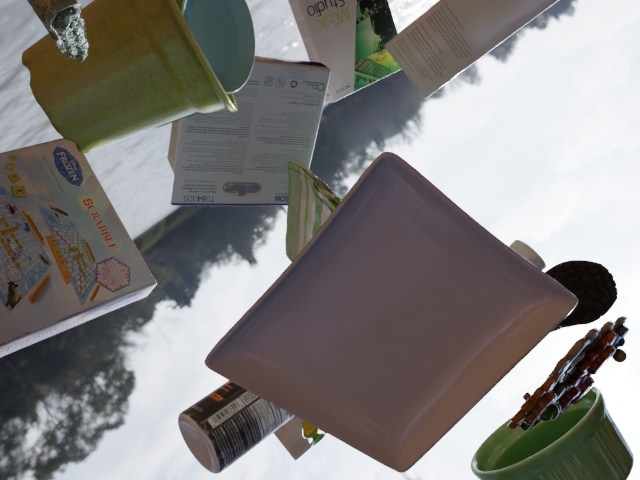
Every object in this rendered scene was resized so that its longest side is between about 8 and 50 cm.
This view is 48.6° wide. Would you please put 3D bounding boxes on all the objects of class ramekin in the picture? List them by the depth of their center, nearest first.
[{"bbox_3d":[0.468,0.437,1.422,0.303,0.148,0.303,-34,175,-3],"label":"ramekin"}]

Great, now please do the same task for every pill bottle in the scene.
[{"bbox_3d":[-0.133,0.314,1.334,0.245,0.130,0.130,-30,-175,-33],"label":"pill bottle"},{"bbox_3d":[0.432,0.109,1.714,0.221,0.121,0.121,-44,-170,-4],"label":"pill bottle"}]

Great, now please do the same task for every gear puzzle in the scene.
[{"bbox_3d":[0.349,0.195,0.978,0.339,0.044,0.175,-1,128,-54],"label":"gear puzzle"}]

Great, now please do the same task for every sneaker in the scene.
[{"bbox_3d":[0.349,0.115,1.178,0.283,0.107,0.124,-22,174,-14],"label":"sneaker"}]

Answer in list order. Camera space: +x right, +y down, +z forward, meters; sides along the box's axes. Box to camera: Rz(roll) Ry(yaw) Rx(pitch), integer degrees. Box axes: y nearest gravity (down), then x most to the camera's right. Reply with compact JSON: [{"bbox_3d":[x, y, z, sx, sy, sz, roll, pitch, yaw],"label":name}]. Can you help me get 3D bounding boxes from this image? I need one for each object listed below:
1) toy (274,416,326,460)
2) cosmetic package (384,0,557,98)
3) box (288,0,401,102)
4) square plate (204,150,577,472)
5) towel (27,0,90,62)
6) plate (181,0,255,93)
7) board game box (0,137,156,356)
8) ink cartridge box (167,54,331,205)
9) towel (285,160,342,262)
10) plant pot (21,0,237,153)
[{"bbox_3d":[-0.076,0.380,1.654,0.137,0.237,0.056,-39,152,-11],"label":"toy"},{"bbox_3d":[0.335,-0.481,1.512,0.365,0.155,0.197,-36,-171,22],"label":"cosmetic package"},{"bbox_3d":[0.061,-0.521,1.687,0.232,0.322,0.058,-30,-156,-20],"label":"box"},{"bbox_3d":[0.091,0.106,0.894,0.344,0.347,0.049,-49,-156,15],"label":"square plate"},{"bbox_3d":[-0.197,-0.182,0.488,0.027,0.110,0.148,-34,-169,-9],"label":"towel"},{"bbox_3d":[-0.164,-0.326,1.120,0.024,0.188,0.188,0,-153,29],"label":"plate"},{"bbox_3d":[-0.486,0.004,1.171,0.318,0.319,0.066,-23,167,-39],"label":"board game box"},{"bbox_3d":[-0.162,-0.237,1.545,0.324,0.330,0.071,-1,-151,-30],"label":"ink cartridge box"},{"bbox_3d":[0.000,0.000,1.462,0.038,0.248,0.325,-9,-151,-24],"label":"towel"},{"bbox_3d":[-0.304,-0.270,1.110,0.254,0.276,0.276,-28,-171,2],"label":"plant pot"}]
